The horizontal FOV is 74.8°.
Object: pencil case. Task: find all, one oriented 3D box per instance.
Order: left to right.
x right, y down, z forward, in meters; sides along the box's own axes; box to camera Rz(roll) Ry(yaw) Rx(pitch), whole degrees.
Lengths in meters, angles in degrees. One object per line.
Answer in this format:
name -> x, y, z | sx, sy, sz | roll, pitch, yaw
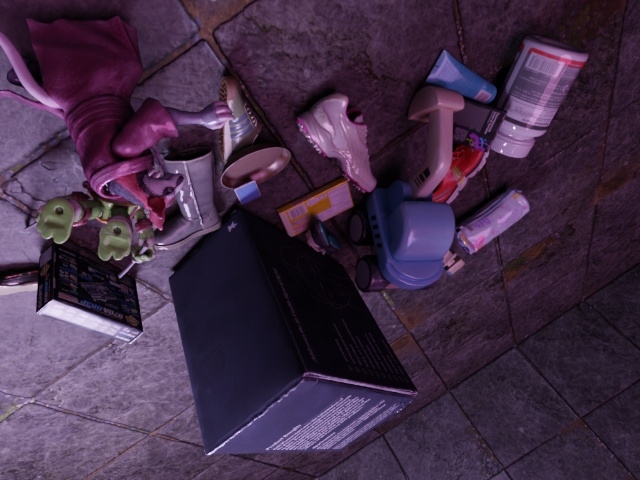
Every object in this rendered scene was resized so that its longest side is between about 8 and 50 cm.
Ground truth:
pencil case -> 0.590, -0.071, 1.471 | 0.273, 0.113, 0.124 | -36, 118, 4

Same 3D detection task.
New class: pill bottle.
pill bottle -> 0.560, -0.380, 1.125 | 0.161, 0.161, 0.283 | -7, 133, -26

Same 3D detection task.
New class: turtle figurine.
turtle figurine -> -0.419, -0.008, 0.788 | 0.275, 0.266, 0.197 | -35, 107, -6

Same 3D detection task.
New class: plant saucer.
plant saucer -> -0.149, -0.171, 0.943 | 0.169, 0.029, 0.168 | -24, 170, -5

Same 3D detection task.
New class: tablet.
tablet -> -0.176, -0.116, 1.018 | 0.054, 0.006, 0.083 | -25, 162, -7

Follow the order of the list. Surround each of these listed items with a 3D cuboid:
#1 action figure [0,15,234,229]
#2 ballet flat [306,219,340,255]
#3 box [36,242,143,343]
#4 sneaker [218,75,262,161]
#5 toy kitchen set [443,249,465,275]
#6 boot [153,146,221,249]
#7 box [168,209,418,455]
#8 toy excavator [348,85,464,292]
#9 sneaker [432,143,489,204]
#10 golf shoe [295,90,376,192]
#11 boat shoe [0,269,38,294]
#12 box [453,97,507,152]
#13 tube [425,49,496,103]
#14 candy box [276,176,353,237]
action figure -> -0.322, -0.179, 0.619 | 0.248, 0.370, 0.276 | -43, 159, 31
ballet flat -> 0.000, 0.000, 1.193 | 0.074, 0.074, 0.203 | -37, 156, 5
box -> -0.508, 0.121, 0.937 | 0.051, 0.175, 0.220 | -39, 139, 8
sneaker -> -0.165, -0.253, 0.879 | 0.086, 0.064, 0.192 | -10, 139, -24
toy kitchen set -> 0.385, 0.036, 1.486 | 0.122, 0.166, 0.207 | -41, 101, 9
boot -> -0.312, -0.092, 0.932 | 0.190, 0.076, 0.208 | -29, 147, -25
box -> -0.074, 0.245, 1.075 | 0.297, 0.480, 0.472 | -42, 139, 14
toy excavator -> 0.259, -0.109, 1.113 | 0.222, 0.432, 0.445 | 2, 156, -22
sneaker -> 0.383, -0.217, 1.219 | 0.118, 0.107, 0.279 | 10, 122, -28
golf shoe -> 0.077, -0.228, 1.015 | 0.140, 0.115, 0.306 | -44, 138, 7
boat shoe -> -0.671, 0.091, 0.911 | 0.133, 0.042, 0.049 | -7, 157, -25
box -> 0.394, -0.313, 1.118 | 0.162, 0.029, 0.116 | 20, 126, 4
tube -> 0.365, -0.407, 1.070 | 0.207, 0.052, 0.080 | 11, 116, -32
candy box -> -0.011, -0.090, 1.150 | 0.206, 0.027, 0.105 | -27, 142, -7
